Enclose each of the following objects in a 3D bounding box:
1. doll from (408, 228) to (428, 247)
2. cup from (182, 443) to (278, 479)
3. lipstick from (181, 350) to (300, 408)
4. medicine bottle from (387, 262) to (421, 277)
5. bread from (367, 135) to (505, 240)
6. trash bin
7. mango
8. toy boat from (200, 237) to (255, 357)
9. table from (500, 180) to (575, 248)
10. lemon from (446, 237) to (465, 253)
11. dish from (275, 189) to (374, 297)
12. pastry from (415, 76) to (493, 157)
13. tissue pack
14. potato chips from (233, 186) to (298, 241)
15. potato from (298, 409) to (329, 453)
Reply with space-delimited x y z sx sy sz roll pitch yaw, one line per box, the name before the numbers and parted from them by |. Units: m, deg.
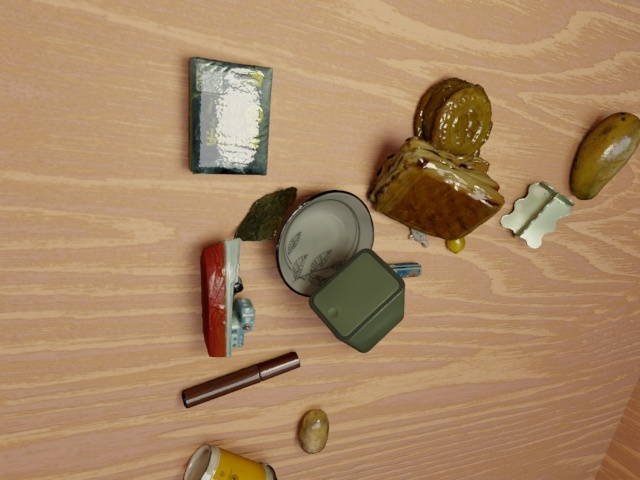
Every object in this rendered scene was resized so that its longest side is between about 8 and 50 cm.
doll | 0.338 -0.043 1.313 0.135 0.071 0.113 29 113 -23
cup | -0.279 0.765 1.259 0.279 0.196 0.196 42 88 -22
lipstick | -0.235 0.420 1.217 0.356 0.057 0.057 -15 114 -19
medicine bottle | 0.244 0.101 1.323 0.191 0.051 0.051 -1 109 -23
bread | 0.327 -0.152 1.151 0.324 0.277 0.167 23 59 -8
trash bin | 0.131 0.203 1.162 0.223 0.158 0.343 -42 151 -6
mango | 1.039 -0.309 1.482 0.176 0.175 0.329 26 116 -8
toy boat | -0.241 0.145 1.060 0.133 0.145 0.332 -5 117 -23
table | 0.773 -0.088 1.444 0.166 0.166 0.198 34 101 -30
lemon | 0.469 0.010 1.386 0.062 0.062 0.083 -16 112 -19
dish | 0.000 0.000 1.137 0.316 0.106 0.316 -11 114 -27
pastry | 0.399 -0.354 1.192 0.235 0.132 0.240 13 109 -37
tissue pack | -0.215 -0.286 0.951 0.185 0.081 0.257 -2 109 -23
potato chips | -0.141 -0.062 1.045 0.209 0.142 0.026 -27 146 11
potato | -0.023 0.665 1.390 0.107 0.080 0.170 -6 116 -24
